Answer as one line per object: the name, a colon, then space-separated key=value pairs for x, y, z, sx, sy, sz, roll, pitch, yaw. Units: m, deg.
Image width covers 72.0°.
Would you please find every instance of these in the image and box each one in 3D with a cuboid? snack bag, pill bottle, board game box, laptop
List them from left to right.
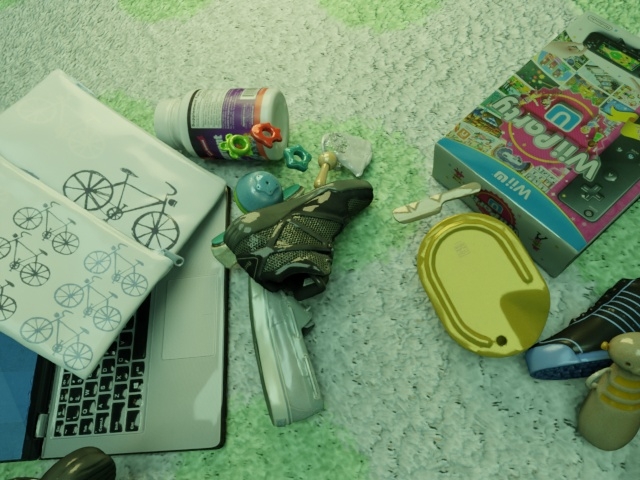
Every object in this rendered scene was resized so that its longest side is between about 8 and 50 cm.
laptop: x=-0.349 y=0.072 z=0.556 sx=0.407 sy=0.236 sz=0.383 roll=-7 pitch=68 yaw=7
snack bag: x=-0.331 y=-0.047 z=0.585 sx=0.323 sy=0.037 sz=0.343 roll=34 pitch=60 yaw=-4
pill bottle: x=-0.154 y=-0.182 z=0.693 sx=0.193 sy=0.108 sz=0.108 roll=3 pitch=69 yaw=12
board game box: x=0.339 y=-0.136 z=0.594 sx=0.303 sy=0.097 sz=0.224 roll=-41 pitch=67 yaw=-7

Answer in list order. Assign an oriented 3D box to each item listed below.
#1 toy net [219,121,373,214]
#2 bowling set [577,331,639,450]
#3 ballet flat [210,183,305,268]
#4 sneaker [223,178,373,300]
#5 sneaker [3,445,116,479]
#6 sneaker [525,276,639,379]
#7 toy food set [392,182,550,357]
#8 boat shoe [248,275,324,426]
toy net: x=-0.027 y=-0.117 z=0.640 sx=0.232 sy=0.045 sz=0.122 roll=-23 pitch=78 yaw=-32
bowling set: x=0.402 y=0.203 z=0.375 sx=0.286 sy=0.154 sz=0.200 roll=2 pitch=32 yaw=9
ballet flat: x=-0.084 y=-0.020 z=0.648 sx=0.168 sy=0.052 sz=0.057 roll=-37 pitch=24 yaw=-19
sneaker: x=0.000 y=0.000 z=0.586 sx=0.227 sy=0.087 sz=0.130 roll=-25 pitch=75 yaw=-33
sneaker: x=-0.357 y=0.318 z=0.475 sx=0.146 sy=0.122 sz=0.331 roll=44 pitch=101 yaw=20
sneaker: x=0.344 y=0.097 z=0.514 sx=0.232 sy=0.081 sz=0.091 roll=-13 pitch=57 yaw=2
toy food set: x=0.192 y=0.039 z=0.561 sx=0.128 sy=0.071 sz=0.218 roll=-26 pitch=71 yaw=9
boat shoe: x=-0.047 y=0.119 z=0.579 sx=0.081 sy=0.079 sz=0.228 roll=-7 pitch=63 yaw=-15
